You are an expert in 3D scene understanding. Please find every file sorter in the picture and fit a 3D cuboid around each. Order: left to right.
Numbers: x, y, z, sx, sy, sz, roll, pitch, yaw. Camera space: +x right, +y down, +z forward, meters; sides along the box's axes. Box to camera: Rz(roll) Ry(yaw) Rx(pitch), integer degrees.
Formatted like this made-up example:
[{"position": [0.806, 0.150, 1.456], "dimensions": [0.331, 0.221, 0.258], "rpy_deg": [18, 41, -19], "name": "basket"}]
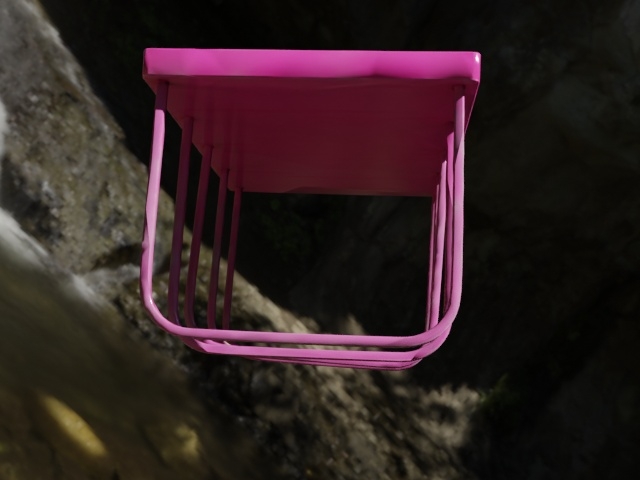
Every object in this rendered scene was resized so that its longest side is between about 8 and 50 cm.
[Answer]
[{"position": [0.000, 0.000, 0.627], "dimensions": [0.202, 0.182, 0.290], "rpy_deg": [2, -10, 5], "name": "file sorter"}]
